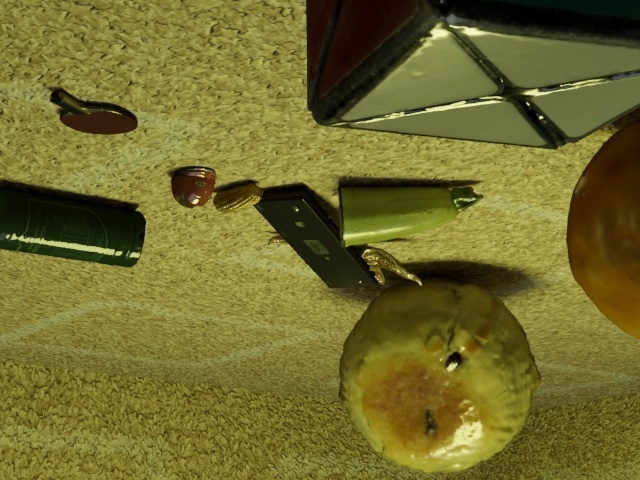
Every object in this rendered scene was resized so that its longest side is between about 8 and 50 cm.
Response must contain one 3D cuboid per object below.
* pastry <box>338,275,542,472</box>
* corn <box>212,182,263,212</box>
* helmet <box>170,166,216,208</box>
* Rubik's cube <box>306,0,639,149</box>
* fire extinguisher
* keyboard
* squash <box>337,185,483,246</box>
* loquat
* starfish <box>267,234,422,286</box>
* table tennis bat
[{"bbox_3d":[0.227,0.246,2.705,0.389,0.388,0.312,-4,-165,16],"label":"pastry"},{"bbox_3d":[-0.126,-0.064,2.149,0.092,0.037,0.037,-16,158,40],"label":"corn"},{"bbox_3d":[-0.187,-0.073,2.087,0.065,0.049,0.084,7,164,-20],"label":"helmet"},{"bbox_3d":[0.146,-0.232,1.107,0.260,0.259,0.255,2,167,-23],"label":"Rubik's cube"},{"bbox_3d":[-0.422,-0.029,2.185,0.311,0.095,0.114,8,125,-32],"label":"fire extinguisher"},{"bbox_3d":[0.000,0.000,2.274,0.106,0.027,0.317,-3,152,24],"label":"keyboard"},{"bbox_3d":[0.134,-0.050,2.134,0.224,0.094,0.094,-8,165,3],"label":"squash"},{"bbox_3d":[0.472,-0.020,1.797,0.329,0.328,0.328,0,165,0],"label":"loquat"},{"bbox_3d":[0.039,0.031,2.451,0.277,0.062,0.236,11,165,-9],"label":"starfish"},{"bbox_3d":[-0.298,-0.162,1.828,0.095,0.014,0.158,-4,167,22],"label":"table tennis bat"}]
